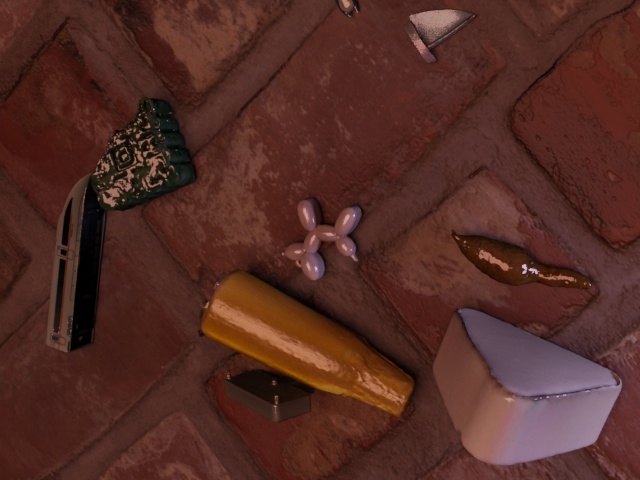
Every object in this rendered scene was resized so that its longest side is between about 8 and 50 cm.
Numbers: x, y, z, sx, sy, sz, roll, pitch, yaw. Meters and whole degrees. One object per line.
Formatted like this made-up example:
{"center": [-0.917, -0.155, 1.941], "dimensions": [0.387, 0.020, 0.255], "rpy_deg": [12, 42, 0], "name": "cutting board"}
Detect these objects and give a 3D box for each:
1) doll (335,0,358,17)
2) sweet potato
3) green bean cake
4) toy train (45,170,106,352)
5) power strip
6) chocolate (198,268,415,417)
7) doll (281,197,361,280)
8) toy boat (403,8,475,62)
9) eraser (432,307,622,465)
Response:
{"center": [0.031, -0.475, 1.946], "dimensions": [0.037, 0.027, 0.125], "rpy_deg": [-33, 87, 17], "name": "doll"}
{"center": [0.361, 0.050, 1.900], "dimensions": [0.270, 0.075, 0.074], "rpy_deg": [19, 108, 8], "name": "sweet potato"}
{"center": [-0.384, -0.171, 2.120], "dimensions": [0.208, 0.107, 0.193], "rpy_deg": [-22, 92, 16], "name": "green bean cake"}
{"center": [-0.530, 0.037, 2.248], "dimensions": [0.088, 0.086, 0.406], "rpy_deg": [17, 106, 24], "name": "toy train"}
{"center": [-0.085, 0.298, 2.090], "dimensions": [0.216, 0.145, 0.061], "rpy_deg": [15, 111, 55], "name": "power strip"}
{"center": [-0.022, 0.218, 2.054], "dimensions": [0.445, 0.162, 0.162], "rpy_deg": [27, 110, 10], "name": "chocolate"}
{"center": [0.000, 0.000, 2.040], "dimensions": [0.161, 0.059, 0.160], "rpy_deg": [9, 103, 19], "name": "doll"}
{"center": [0.221, -0.393, 1.891], "dimensions": [0.122, 0.034, 0.096], "rpy_deg": [-34, 87, 15], "name": "toy boat"}
{"center": [0.338, 0.271, 1.824], "dimensions": [0.331, 0.331, 0.149], "rpy_deg": [25, 109, 15], "name": "eraser"}
